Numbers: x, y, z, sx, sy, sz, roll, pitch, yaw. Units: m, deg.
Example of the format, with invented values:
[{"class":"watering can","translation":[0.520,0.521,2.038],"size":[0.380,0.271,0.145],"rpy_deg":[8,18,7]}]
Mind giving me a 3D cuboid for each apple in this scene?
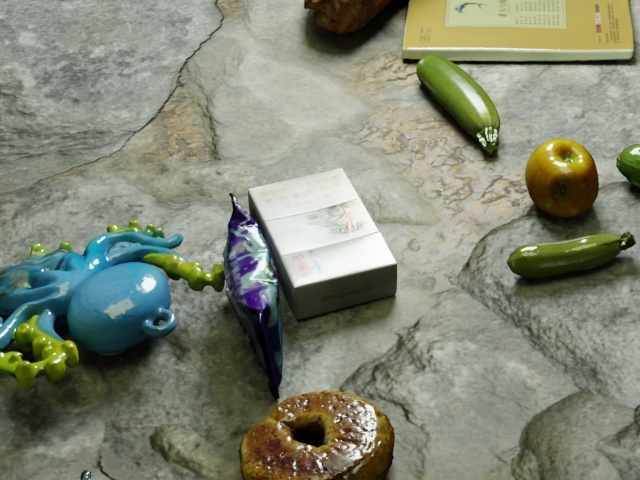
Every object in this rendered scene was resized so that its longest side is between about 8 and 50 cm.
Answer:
[{"class":"apple","translation":[0.346,-0.090,1.938],"size":[0.099,0.102,0.114],"rpy_deg":[-5,41,-1]}]

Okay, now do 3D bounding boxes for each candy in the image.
[{"class":"candy","translation":[-0.086,0.070,1.765],"size":[0.070,0.145,0.275],"rpy_deg":[-15,40,-3]}]

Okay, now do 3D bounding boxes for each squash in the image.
[{"class":"squash","translation":[0.344,0.019,1.852],"size":[0.183,0.052,0.052],"rpy_deg":[-11,41,-9]},{"class":"squash","translation":[0.225,-0.227,2.142],"size":[0.066,0.066,0.252],"rpy_deg":[-20,43,-16]},{"class":"squash","translation":[0.540,-0.100,1.954],"size":[0.219,0.068,0.077],"rpy_deg":[5,36,11]}]

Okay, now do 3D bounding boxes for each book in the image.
[{"class":"book","translation":[0.342,-0.392,2.349],"size":[0.389,0.032,0.269],"rpy_deg":[2,39,9]}]

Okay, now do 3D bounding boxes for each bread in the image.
[{"class":"bread","translation":[-0.003,0.253,1.609],"size":[0.193,0.064,0.193],"rpy_deg":[-7,35,5]}]

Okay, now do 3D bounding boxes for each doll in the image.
[{"class":"doll","translation":[-0.331,0.089,1.828],"size":[0.341,0.099,0.346],"rpy_deg":[11,37,37]}]

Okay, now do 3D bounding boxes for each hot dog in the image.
[{"class":"hot dog","translation":[0.104,-0.519,2.373],"size":[0.174,0.267,0.387],"rpy_deg":[41,58,6]}]

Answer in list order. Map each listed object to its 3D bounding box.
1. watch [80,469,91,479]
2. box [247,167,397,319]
[{"class":"watch","translation":[-0.224,0.391,1.464],"size":[0.276,0.068,0.274],"rpy_deg":[15,44,23]},{"class":"box","translation":[0.000,0.001,1.898],"size":[0.149,0.067,0.233],"rpy_deg":[-16,42,-11]}]
